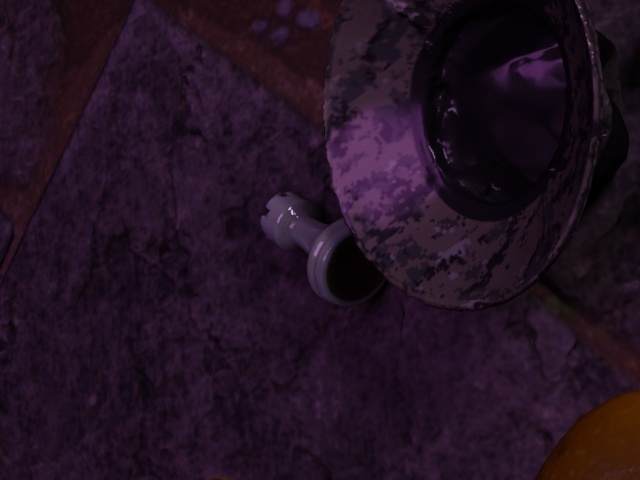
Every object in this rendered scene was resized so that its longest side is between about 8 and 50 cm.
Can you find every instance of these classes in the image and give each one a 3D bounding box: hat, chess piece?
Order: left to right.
[{"bbox_3d":[0.000,0.000,1.173,0.103,0.067,0.067,35,107,49],"label":"chess piece"},{"bbox_3d":[0.124,-0.085,1.030,0.265,0.128,0.265,7,99,52],"label":"hat"}]

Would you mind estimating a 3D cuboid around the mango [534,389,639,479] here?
[{"bbox_3d":[0.195,0.248,0.893,0.176,0.176,0.329,1,78,-1],"label":"mango"}]

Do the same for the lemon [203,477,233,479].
[{"bbox_3d":[-0.069,0.310,1.061,0.253,0.253,0.310,13,108,42],"label":"lemon"}]
